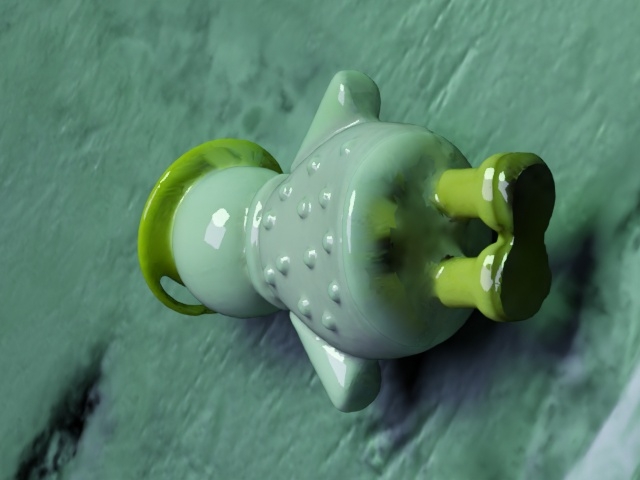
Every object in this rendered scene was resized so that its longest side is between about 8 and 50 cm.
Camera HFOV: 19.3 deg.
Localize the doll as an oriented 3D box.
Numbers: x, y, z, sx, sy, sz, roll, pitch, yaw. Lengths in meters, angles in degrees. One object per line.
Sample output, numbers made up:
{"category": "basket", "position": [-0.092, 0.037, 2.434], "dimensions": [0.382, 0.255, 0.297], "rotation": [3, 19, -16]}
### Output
{"category": "doll", "position": [0.000, 0.000, 0.721], "dimensions": [0.207, 0.081, 0.129], "rotation": [1, 90, 49]}
